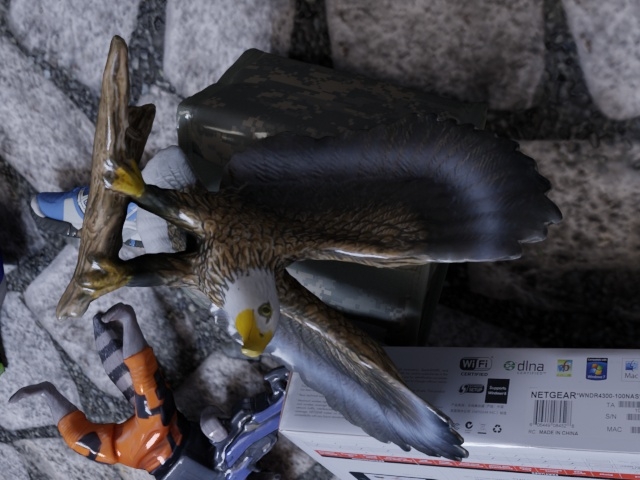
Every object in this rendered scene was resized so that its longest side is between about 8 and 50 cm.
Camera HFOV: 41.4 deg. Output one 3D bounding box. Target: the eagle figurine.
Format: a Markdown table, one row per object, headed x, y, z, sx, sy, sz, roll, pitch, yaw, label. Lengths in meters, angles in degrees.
| x | y | z | sx | sy | sz | roll | pitch | yaw | label |
| --- | --- | --- | --- | --- | --- | --- | --- | --- | --- |
| -0.021 | 0.020 | 0.593 | 0.299 | 0.225 | 0.226 | 12 | 149 | -13 | eagle figurine |

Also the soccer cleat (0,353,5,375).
| x | y | z | sx | sy | sz | roll | pitch | yaw | label |
| --- | --- | --- | --- | --- | --- | --- | --- | --- | --- |
| -0.466 | 0.155 | 1.169 | 0.072 | 0.060 | 0.179 | 32 | 133 | -4 | soccer cleat |

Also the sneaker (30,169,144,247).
| x | y | z | sx | sy | sz | roll | pitch | yaw | label |
| --- | --- | --- | --- | --- | --- | --- | --- | --- | --- |
| -0.228 | -0.042 | 0.937 | 0.211 | 0.080 | 0.081 | 6 | 100 | 21 | sneaker |

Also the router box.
| x | y | z | sx | sy | sz | roll | pitch | yaw | label |
| --- | --- | --- | --- | --- | --- | --- | --- | --- | --- |
| 0.179 | 0.194 | 0.752 | 0.336 | 0.082 | 0.301 | -3 | 147 | 28 | router box |

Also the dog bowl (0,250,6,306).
| x | y | z | sx | sy | sz | roll | pitch | yaw | label |
| --- | --- | --- | --- | --- | --- | --- | --- | --- | --- |
| -0.514 | 0.034 | 0.995 | 0.265 | 0.265 | 0.104 | 12 | 118 | 21 | dog bowl |

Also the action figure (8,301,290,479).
| x | y | z | sx | sy | sz | roll | pitch | yaw | label |
| --- | --- | --- | --- | --- | --- | --- | --- | --- | --- |
| -0.150 | 0.210 | 1.008 | 0.341 | 0.178 | 0.330 | -42 | 100 | 9 | action figure |

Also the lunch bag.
| x | y | z | sx | sy | sz | roll | pitch | yaw | label |
| --- | --- | --- | --- | --- | --- | --- | --- | --- | --- |
| 0.000 | 0.000 | 0.780 | 0.235 | 0.169 | 0.287 | 17 | 128 | 15 | lunch bag |
